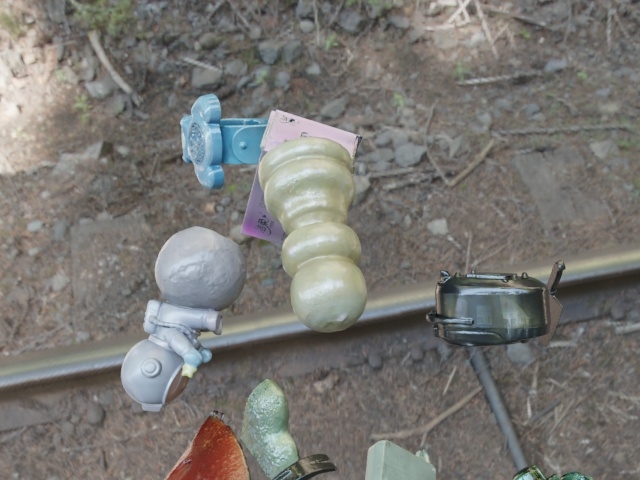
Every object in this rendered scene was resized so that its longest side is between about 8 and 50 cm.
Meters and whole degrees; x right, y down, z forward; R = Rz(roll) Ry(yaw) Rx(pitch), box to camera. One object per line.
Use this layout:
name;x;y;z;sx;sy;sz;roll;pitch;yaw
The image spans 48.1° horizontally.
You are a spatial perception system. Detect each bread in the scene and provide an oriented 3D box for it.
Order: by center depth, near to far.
bread;-0.120;0.423;1.579;0.064;0.172;0.232;-10;85;-36

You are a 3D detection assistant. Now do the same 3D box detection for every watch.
watch;-0.196;-0.228;1.621;0.193;0.211;0.211;-9;51;-30

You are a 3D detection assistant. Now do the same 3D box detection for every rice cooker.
rice cooker;0.227;0.093;0.971;0.165;0.112;0.106;6;95;32

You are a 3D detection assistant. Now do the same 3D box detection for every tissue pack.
tissue pack;-0.040;-0.090;1.188;0.149;0.246;0.092;17;57;-6

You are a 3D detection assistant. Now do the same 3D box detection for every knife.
knife;0.558;0.156;1.721;0.019;0.245;0.072;-11;41;-16

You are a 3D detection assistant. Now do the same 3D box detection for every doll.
doll;-0.219;0.123;1.108;0.151;0.151;0.287;19;77;14

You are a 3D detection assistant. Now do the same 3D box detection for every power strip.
power strip;0.116;0.424;1.067;0.118;0.046;0.270;32;40;-18

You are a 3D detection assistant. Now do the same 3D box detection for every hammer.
hammer;0.002;0.557;1.487;0.168;0.440;0.044;-36;52;-6

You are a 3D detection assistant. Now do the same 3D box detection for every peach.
peach;-0.159;0.345;0.898;0.189;0.068;0.279;-29;51;34

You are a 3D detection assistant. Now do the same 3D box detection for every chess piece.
chess piece;0.000;0.000;0.973;0.143;0.142;0.260;-9;61;-6

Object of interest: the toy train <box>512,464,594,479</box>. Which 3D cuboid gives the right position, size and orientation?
toy train;0.489;0.661;1.373;0.179;0.272;0.442;-7;53;-43
